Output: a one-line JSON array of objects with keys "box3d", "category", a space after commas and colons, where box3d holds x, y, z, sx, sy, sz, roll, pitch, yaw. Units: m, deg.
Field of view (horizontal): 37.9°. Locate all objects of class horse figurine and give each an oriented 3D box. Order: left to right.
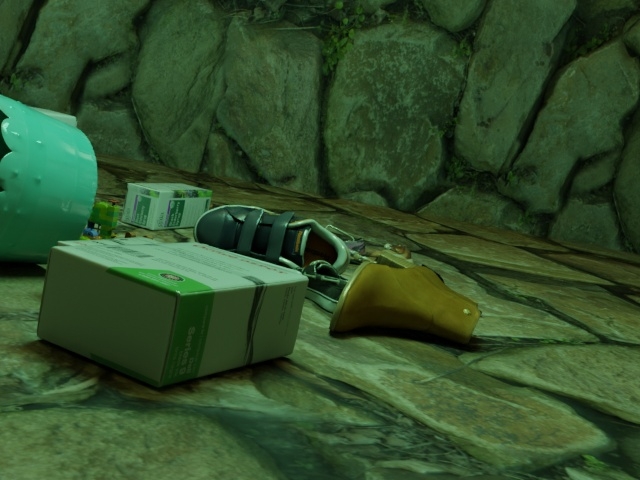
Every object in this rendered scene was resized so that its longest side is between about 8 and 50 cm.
[{"box3d": [0.146, 0.052, 2.085, 0.175, 0.066, 0.263, 8, 8, -13], "category": "horse figurine"}]

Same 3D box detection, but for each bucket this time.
[{"box3d": [-0.503, -0.091, 1.489, 0.281, 0.281, 0.183, 19, 2, 41], "category": "bucket"}]

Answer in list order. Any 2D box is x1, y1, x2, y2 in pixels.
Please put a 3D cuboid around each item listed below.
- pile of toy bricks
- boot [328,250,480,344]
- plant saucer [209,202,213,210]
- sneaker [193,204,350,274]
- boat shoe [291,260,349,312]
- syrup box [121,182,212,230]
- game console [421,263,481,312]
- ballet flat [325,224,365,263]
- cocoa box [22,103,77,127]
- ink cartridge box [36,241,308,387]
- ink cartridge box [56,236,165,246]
[{"box3d": [-0.401, -0.027, 1.730, 0.212, 0.105, 0.118, 14, 8, 19], "category": "pile of toy bricks"}, {"box3d": [0.153, 0.117, 1.561, 0.211, 0.104, 0.295, 29, 26, 13], "category": "boot"}, {"box3d": [-0.387, -0.096, 2.477, 0.200, 0.037, 0.200, 11, 9, -2], "category": "plant saucer"}, {"box3d": [-0.093, -0.002, 1.863, 0.321, 0.126, 0.127, 11, -8, -7], "category": "sneaker"}, {"box3d": [0.006, 0.075, 1.716, 0.078, 0.070, 0.219, 6, 9, -32], "category": "boat shoe"}, {"box3d": [-0.361, -0.082, 2.212, 0.096, 0.093, 0.237, 15, 9, 21], "category": "syrup box"}, {"box3d": [0.266, 0.100, 1.900, 0.107, 0.071, 0.122, 9, 9, -14], "category": "game console"}, {"box3d": [0.000, 0.000, 2.193, 0.222, 0.079, 0.077, 9, -1, -12], "category": "ballet flat"}, {"box3d": [-0.707, -0.173, 1.870, 0.228, 0.231, 0.347, 15, 9, 30], "category": "cocoa box"}, {"box3d": [-0.181, 0.084, 1.211, 0.211, 0.121, 0.289, 16, 9, 30], "category": "ink cartridge box"}, {"box3d": [-0.284, 0.053, 1.415, 0.148, 0.085, 0.203, 15, 8, 25], "category": "ink cartridge box"}]
